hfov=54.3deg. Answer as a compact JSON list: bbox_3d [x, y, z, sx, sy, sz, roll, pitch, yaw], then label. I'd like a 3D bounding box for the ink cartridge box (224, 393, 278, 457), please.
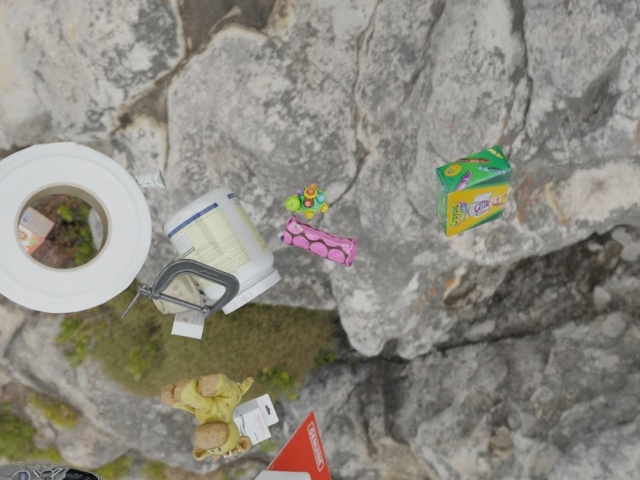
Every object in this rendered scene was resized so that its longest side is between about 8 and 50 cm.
[{"bbox_3d":[-0.211,0.524,1.773,0.180,0.060,0.104,-23,107,-11],"label":"ink cartridge box"}]

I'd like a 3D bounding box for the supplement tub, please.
[{"bbox_3d":[-0.286,0.030,1.855,0.235,0.235,0.325,-31,92,40],"label":"supplement tub"}]

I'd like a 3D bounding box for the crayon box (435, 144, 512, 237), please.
[{"bbox_3d":[0.389,-0.120,1.615,0.165,0.081,0.278,-21,155,2],"label":"crayon box"}]

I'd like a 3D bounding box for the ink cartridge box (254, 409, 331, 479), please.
[{"bbox_3d":[-0.004,0.350,0.623,0.060,0.239,0.275,-7,104,28],"label":"ink cartridge box"}]

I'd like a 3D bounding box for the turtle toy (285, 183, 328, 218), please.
[{"bbox_3d":[-0.041,-0.116,1.799,0.095,0.130,0.066,54,160,30],"label":"turtle toy"}]

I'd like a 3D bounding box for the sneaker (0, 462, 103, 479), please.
[{"bbox_3d":[-0.666,0.580,1.517,0.281,0.105,0.115,20,132,-43],"label":"sneaker"}]

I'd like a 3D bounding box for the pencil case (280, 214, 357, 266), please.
[{"bbox_3d":[0.000,0.000,1.719,0.209,0.095,0.098,19,145,9],"label":"pencil case"}]

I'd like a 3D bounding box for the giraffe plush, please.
[{"bbox_3d":[-0.244,0.404,1.413,0.181,0.170,0.210,-23,154,35],"label":"giraffe plush"}]

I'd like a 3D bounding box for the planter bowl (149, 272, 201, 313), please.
[{"bbox_3d":[-0.463,0.164,1.949,0.162,0.109,0.162,36,142,35],"label":"planter bowl"}]

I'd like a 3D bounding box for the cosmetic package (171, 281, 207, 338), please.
[{"bbox_3d":[-0.437,0.229,2.116,0.099,0.239,0.060,10,120,-11],"label":"cosmetic package"}]

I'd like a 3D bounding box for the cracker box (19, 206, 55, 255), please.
[{"bbox_3d":[-0.798,-0.054,1.538,0.232,0.067,0.155,38,132,-24],"label":"cracker box"}]

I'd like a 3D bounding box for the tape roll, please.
[{"bbox_3d":[-0.438,-0.019,1.062,0.286,0.286,0.100,45,159,-14],"label":"tape roll"}]

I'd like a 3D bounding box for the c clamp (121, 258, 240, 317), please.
[{"bbox_3d":[-0.216,0.086,1.003,0.160,0.022,0.137,20,117,-35],"label":"c clamp"}]

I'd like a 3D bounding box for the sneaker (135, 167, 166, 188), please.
[{"bbox_3d":[-0.450,-0.158,1.653,0.152,0.061,0.054,17,124,64],"label":"sneaker"}]
